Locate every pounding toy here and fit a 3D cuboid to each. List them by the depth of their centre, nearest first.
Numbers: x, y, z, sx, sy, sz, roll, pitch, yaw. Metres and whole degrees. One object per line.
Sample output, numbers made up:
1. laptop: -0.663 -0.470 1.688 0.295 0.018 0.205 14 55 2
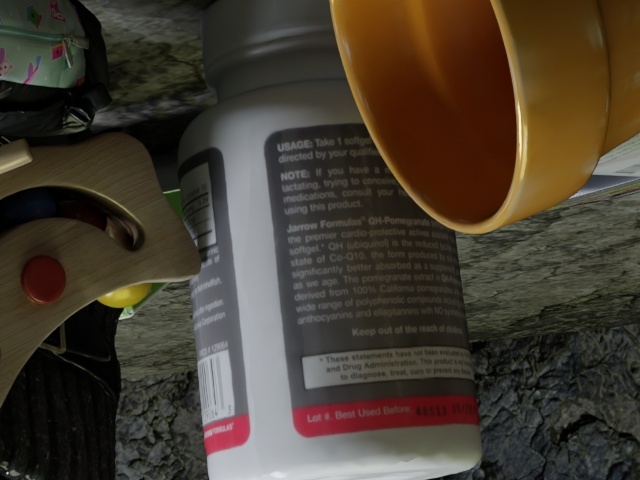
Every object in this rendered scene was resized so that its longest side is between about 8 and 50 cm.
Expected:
1. pounding toy: -0.178 0.024 0.979 0.269 0.154 0.155 -13 -176 -40

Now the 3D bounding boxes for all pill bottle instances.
1. pill bottle: 0.000 0.000 1.115 0.176 0.318 0.176 -6 169 -1

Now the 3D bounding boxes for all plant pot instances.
1. plant pot: 0.132 -0.129 0.936 0.188 0.205 0.205 -20 173 -20

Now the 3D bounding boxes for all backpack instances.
1. backpack: -0.220 -0.110 0.957 0.152 0.115 0.182 -14 172 22

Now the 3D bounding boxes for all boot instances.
1. boot: -0.261 0.031 1.109 0.348 0.260 0.131 26 149 -29

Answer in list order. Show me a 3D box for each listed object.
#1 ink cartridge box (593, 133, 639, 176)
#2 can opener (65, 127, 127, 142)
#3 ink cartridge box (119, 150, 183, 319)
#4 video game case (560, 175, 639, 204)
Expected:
1. ink cartridge box: 0.229 -0.111 1.278 0.212 0.093 0.154 -1 167 -33
2. can opener: -0.248 -0.039 1.305 0.283 0.095 0.076 -21 -162 44
3. ink cartridge box: -0.133 -0.009 1.393 0.255 0.097 0.189 -11 -167 19
4. video game case: 0.320 -0.074 1.515 0.275 0.035 0.248 -16 177 30
